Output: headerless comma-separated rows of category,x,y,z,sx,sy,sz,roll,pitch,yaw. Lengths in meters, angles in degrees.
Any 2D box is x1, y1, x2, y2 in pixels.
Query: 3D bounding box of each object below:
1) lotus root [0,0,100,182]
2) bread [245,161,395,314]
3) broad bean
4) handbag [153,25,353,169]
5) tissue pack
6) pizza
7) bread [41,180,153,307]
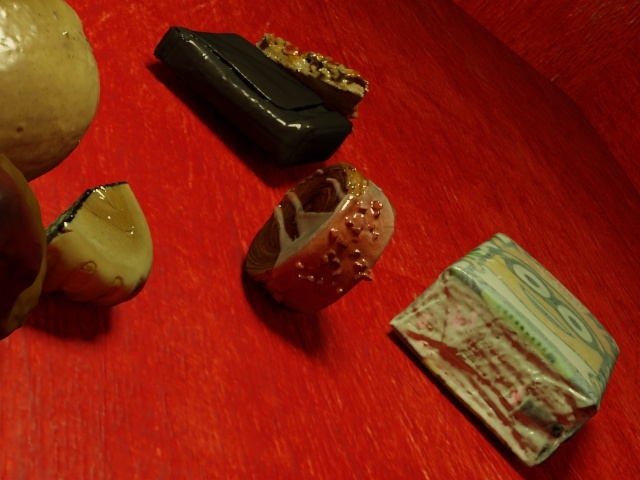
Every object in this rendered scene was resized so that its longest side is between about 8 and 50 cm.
lotus root,-0.290,-0.111,0.981,0.183,0.183,0.310,47,30,9
bread,0.000,0.000,1.328,0.073,0.160,0.160,47,16,-22
broad bean,-0.250,0.008,0.847,0.228,0.122,0.156,-4,74,-62
handbag,-0.083,-0.177,1.662,0.223,0.080,0.247,38,13,7
tissue pack,0.233,0.119,1.595,0.228,0.128,0.311,46,17,8
pizza,0.012,-0.208,1.778,0.188,0.062,0.199,49,-18,-29
bread,-0.178,0.010,1.059,0.094,0.083,0.157,41,21,-15
